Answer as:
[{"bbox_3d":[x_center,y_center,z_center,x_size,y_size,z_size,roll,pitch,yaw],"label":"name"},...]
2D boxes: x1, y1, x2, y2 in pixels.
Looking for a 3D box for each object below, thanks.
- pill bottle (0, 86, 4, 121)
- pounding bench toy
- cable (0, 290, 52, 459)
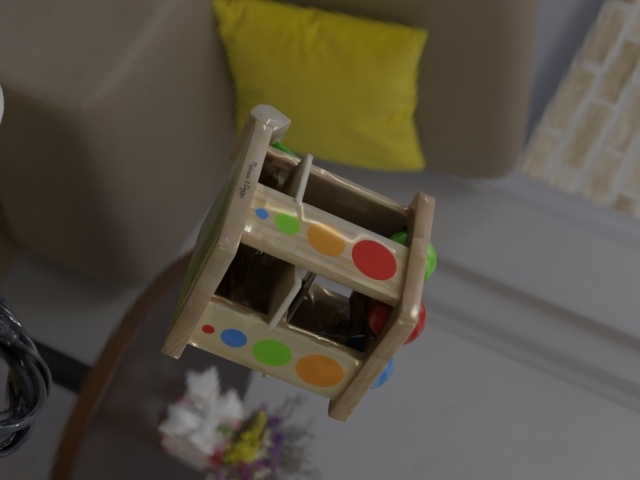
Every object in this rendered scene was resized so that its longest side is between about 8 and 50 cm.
[{"bbox_3d":[-0.218,-0.014,0.639,0.094,0.094,0.169,-39,163,-55],"label":"pill bottle"},{"bbox_3d":[0.000,0.000,0.404,0.083,0.065,0.052,-77,-167,-44],"label":"pounding bench toy"},{"bbox_3d":[-0.233,0.054,0.837,0.047,0.150,0.184,-34,132,10],"label":"cable"}]
